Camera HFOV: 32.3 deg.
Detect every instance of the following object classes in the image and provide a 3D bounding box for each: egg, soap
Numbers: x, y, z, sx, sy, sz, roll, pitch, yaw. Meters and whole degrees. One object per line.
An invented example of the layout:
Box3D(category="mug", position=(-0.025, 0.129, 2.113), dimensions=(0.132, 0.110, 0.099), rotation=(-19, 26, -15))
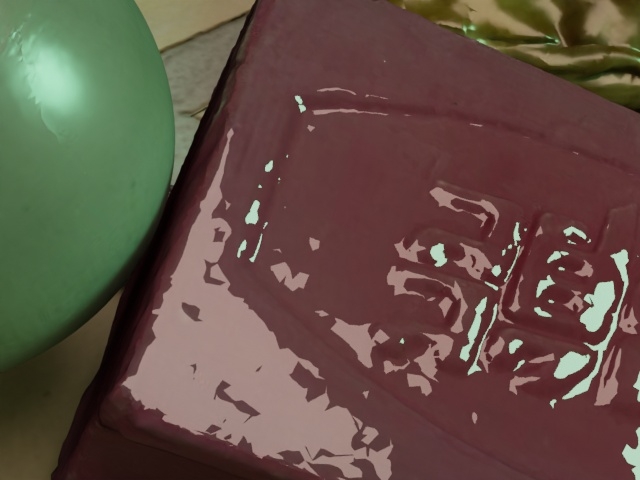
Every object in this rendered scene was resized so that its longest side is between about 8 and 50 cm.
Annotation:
Box3D(category="egg", position=(-0.238, -0.058, 0.428), dimensions=(0.371, 0.230, 0.230), rotation=(11, 45, 9))
Box3D(category="soap", position=(0.095, 0.054, 0.493), dimensions=(0.359, 0.128, 0.233), rotation=(22, 58, -10))

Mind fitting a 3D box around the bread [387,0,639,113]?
Box3D(category="bread", position=(0.202, -0.164, 0.730), dimensions=(0.370, 0.191, 0.314), rotation=(16, 47, -5))

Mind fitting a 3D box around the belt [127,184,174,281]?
Box3D(category="belt", position=(0.000, 0.000, 0.597), dimensions=(0.232, 0.053, 0.071), rotation=(-3, 54, -24))
